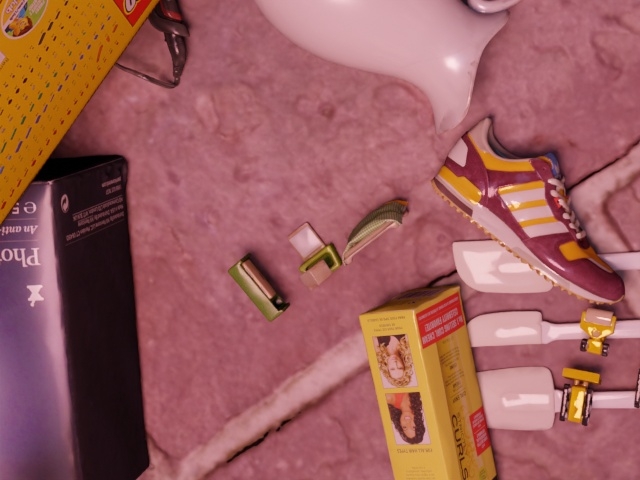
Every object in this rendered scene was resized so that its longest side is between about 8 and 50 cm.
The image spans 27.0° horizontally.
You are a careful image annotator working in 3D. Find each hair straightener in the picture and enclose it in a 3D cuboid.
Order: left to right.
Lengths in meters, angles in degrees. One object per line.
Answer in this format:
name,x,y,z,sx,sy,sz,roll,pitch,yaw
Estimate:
hair straightener,-0.173,-0.238,1.145,0.089,0.047,0.230,-15,101,13

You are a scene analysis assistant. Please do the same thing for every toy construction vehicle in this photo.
toy construction vehicle,0.246,0.107,1.109,0.086,0.035,0.098,7,93,20

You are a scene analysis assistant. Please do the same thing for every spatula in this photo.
spatula,0.236,0.079,1.131,0.242,0.019,0.168,-2,93,10

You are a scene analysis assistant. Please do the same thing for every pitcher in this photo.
pitcher,0.060,-0.212,1.072,0.207,0.125,0.178,32,83,-7

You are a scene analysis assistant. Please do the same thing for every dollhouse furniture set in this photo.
dollhouse furniture set,0.000,0.000,1.130,0.151,0.076,0.058,-38,92,15

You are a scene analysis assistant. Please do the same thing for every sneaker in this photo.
sneaker,0.183,-0.024,1.090,0.185,0.069,0.084,36,101,7

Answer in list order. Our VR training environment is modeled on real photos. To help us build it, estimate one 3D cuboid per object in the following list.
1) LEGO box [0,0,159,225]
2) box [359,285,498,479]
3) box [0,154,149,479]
LEGO box,-0.379,-0.169,0.990,0.372,0.193,0.500,32,82,18
box,0.099,0.161,1.127,0.058,0.087,0.232,-8,97,35
box,-0.321,0.086,1.151,0.296,0.183,0.294,-2,100,11
